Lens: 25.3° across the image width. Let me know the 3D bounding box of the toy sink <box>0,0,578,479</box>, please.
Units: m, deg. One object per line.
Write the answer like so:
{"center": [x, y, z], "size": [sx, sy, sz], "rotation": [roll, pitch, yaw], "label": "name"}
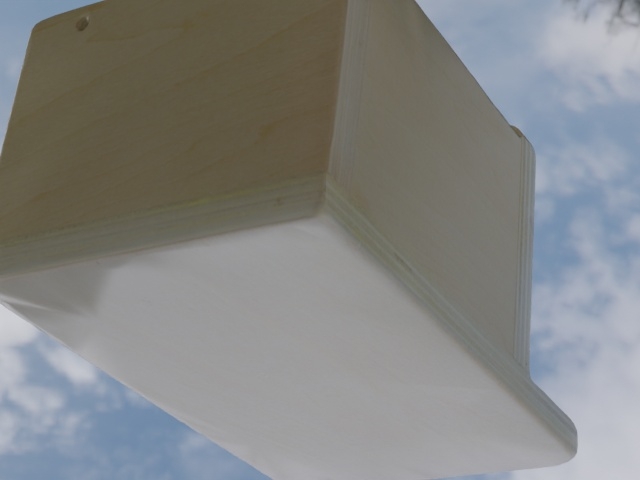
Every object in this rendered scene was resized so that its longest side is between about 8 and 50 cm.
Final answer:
{"center": [0.000, 0.000, 0.595], "size": [0.153, 0.234, 0.131], "rotation": [-11, -123, 29], "label": "toy sink"}
